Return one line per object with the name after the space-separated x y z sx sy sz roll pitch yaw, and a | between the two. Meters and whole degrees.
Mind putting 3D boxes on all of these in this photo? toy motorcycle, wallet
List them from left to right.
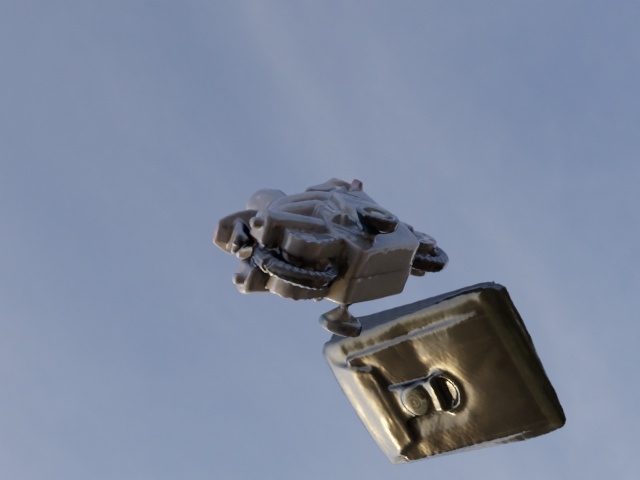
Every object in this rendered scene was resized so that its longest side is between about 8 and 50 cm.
0.000 0.000 1.128 0.260 0.171 0.110 -6 -63 -55 | toy motorcycle
0.117 0.137 1.251 0.052 0.245 0.168 -31 -83 -44 | wallet
